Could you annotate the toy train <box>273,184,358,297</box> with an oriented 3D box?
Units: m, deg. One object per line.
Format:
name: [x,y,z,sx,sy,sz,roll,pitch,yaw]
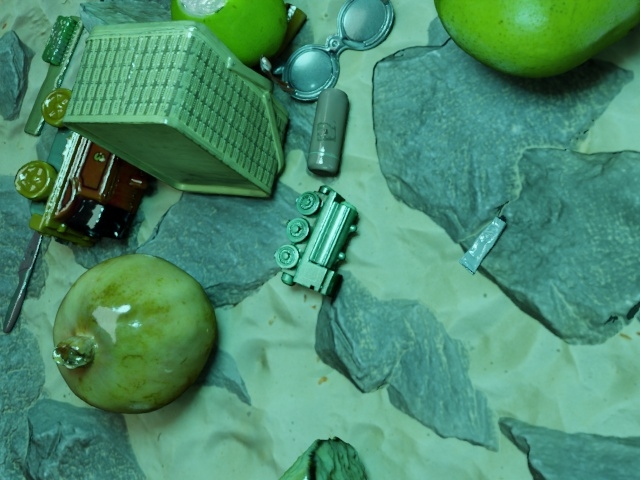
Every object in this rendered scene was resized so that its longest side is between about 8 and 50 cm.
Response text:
toy train: [0.000,0.000,1.043,0.111,0.071,0.170,21,86,21]

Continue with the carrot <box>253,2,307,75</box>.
carrot: [-0.082,-0.360,1.191,0.048,0.048,0.139,39,98,29]

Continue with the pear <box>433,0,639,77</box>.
pear: [0.285,-0.359,0.877,0.294,0.294,0.294,-7,73,25]

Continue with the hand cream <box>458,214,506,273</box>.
hand cream: [0.237,0.003,0.951,0.030,0.019,0.093,41,103,27]

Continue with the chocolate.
chocolate: [-0.329,-0.376,1.252,0.303,0.185,0.100,43,136,35]

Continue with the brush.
brush: [-0.596,-0.369,1.457,0.054,0.048,0.282,18,87,32]

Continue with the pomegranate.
pomegranate: [-0.303,0.150,1.040,0.229,0.270,0.252,36,102,21]

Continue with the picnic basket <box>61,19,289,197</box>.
picnic basket: [-0.212,-0.203,1.064,0.228,0.313,0.175,6,76,28]

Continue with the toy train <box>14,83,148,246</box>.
toy train: [-0.407,-0.162,1.244,0.232,0.163,0.369,14,83,21]

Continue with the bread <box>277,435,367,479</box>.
bread: [-0.024,0.480,0.827,0.264,0.239,0.395,-31,63,17]

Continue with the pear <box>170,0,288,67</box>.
pear: [-0.143,-0.365,1.082,0.188,0.220,0.187,-3,77,15]

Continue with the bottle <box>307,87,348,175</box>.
bottle: [0.013,-0.178,1.089,0.053,0.053,0.140,4,79,28]

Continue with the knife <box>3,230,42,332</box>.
knife: [-0.611,0.071,1.364,0.035,0.018,0.247,8,78,32]

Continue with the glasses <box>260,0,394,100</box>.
glasses: [-0.005,-0.337,1.025,0.234,0.268,0.118,-40,80,12]
